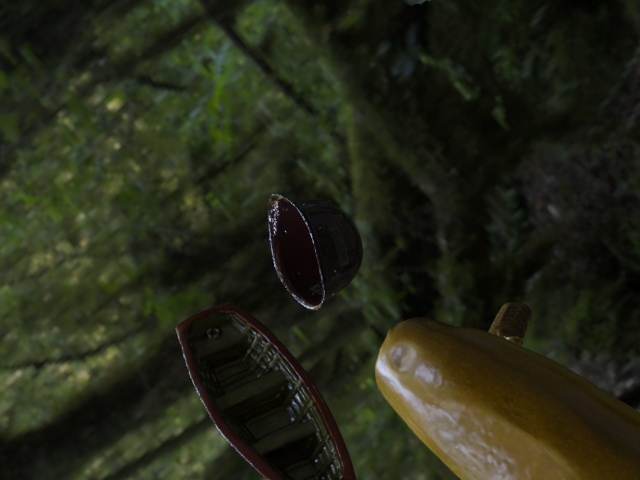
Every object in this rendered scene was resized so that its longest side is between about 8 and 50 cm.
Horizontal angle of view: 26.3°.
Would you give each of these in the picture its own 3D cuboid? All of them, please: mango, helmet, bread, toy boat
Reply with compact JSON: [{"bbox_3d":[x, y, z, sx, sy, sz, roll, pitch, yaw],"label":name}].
[{"bbox_3d":[0.203,0.186,1.166,0.359,0.144,0.187,34,173,0],"label":"mango"},{"bbox_3d":[0.000,0.000,1.957,0.175,0.106,0.155,65,155,1],"label":"helmet"},{"bbox_3d":[0.277,0.127,2.001,0.157,0.052,0.044,-44,-50,-69],"label":"bread"},{"bbox_3d":[-0.057,0.228,1.694,0.392,0.136,0.079,51,156,37],"label":"toy boat"}]

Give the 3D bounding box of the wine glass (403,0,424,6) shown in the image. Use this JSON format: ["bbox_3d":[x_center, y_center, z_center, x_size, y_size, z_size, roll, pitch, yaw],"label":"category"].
[{"bbox_3d":[0.123,-0.438,1.941,0.074,0.074,0.262,53,-160,-44],"label":"wine glass"}]
